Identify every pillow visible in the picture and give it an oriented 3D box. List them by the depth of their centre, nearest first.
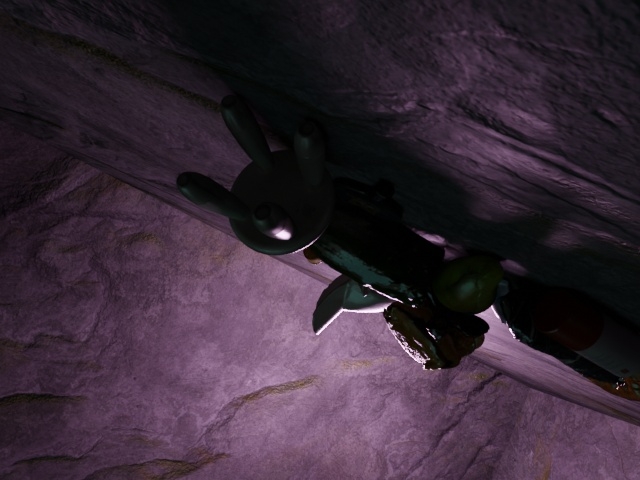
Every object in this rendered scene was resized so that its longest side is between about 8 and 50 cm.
[{"bbox_3d":[0.496,0.196,1.260,0.335,0.093,0.162,29,-158,-21],"label":"pillow"}]

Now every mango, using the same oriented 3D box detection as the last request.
[{"bbox_3d":[0.306,0.089,1.226,0.125,0.111,0.233,15,161,-10],"label":"mango"}]

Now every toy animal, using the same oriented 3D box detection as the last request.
[{"bbox_3d":[0.296,0.161,1.398,0.218,0.179,0.116,47,156,-5],"label":"toy animal"}]

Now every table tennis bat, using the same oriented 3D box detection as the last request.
[{"bbox_3d":[0.093,-0.078,1.107,0.150,0.027,0.236,27,174,-5],"label":"table tennis bat"}]

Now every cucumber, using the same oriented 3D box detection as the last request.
[{"bbox_3d":[0.094,0.018,1.255,0.325,0.105,0.145,29,139,0],"label":"cucumber"}]

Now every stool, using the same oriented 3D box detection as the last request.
[{"bbox_3d":[-0.088,-0.092,0.964,0.195,0.195,0.199,23,170,19],"label":"stool"}]

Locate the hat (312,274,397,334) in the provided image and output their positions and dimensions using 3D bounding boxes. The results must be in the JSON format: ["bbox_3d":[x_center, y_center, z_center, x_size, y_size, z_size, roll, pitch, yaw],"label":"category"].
[{"bbox_3d":[0.104,0.163,1.665,0.168,0.301,0.258,45,-173,2],"label":"hat"}]

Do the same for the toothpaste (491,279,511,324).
[{"bbox_3d":[0.411,0.131,1.374,0.089,0.057,0.234,21,164,38],"label":"toothpaste"}]

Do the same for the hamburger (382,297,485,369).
[{"bbox_3d":[0.288,0.220,1.546,0.244,0.163,0.244,46,164,18],"label":"hamburger"}]

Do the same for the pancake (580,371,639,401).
[{"bbox_3d":[0.742,0.334,1.590,0.356,0.065,0.356,27,169,6],"label":"pancake"}]

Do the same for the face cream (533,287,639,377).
[{"bbox_3d":[0.520,0.178,1.155,0.214,0.096,0.096,29,171,-19],"label":"face cream"}]

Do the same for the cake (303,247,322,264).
[{"bbox_3d":[-0.015,0.034,1.939,0.084,0.084,0.044,20,167,36],"label":"cake"}]

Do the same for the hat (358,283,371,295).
[{"bbox_3d":[0.103,0.004,1.415,0.226,0.164,0.219,-31,110,33],"label":"hat"}]
